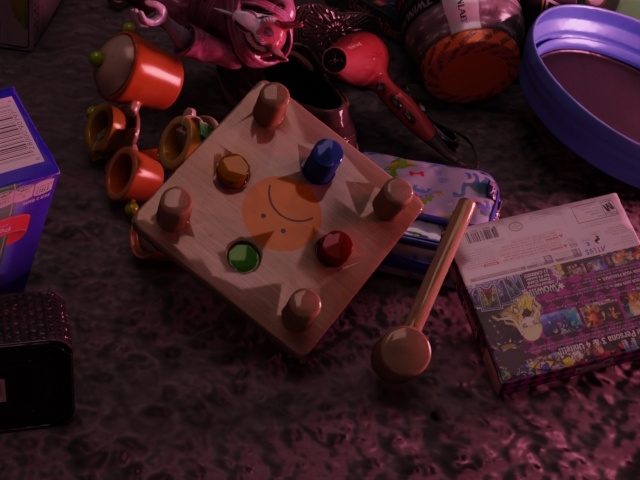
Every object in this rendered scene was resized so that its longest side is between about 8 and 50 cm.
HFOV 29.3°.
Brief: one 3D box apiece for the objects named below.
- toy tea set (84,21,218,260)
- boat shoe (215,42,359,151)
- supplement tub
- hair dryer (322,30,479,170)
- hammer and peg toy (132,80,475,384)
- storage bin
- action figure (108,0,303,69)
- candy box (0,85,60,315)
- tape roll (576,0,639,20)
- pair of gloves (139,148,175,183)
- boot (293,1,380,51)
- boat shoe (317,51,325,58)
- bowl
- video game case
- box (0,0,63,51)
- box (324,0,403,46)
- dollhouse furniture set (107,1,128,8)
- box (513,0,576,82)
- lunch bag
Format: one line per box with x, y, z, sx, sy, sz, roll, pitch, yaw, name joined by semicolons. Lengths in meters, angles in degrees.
-0.240;-0.125;1.560;0.124;0.200;0.336;17;29;-40;toy tea set
-0.044;-0.230;1.795;0.132;0.130;0.355;-16;42;-28;boat shoe
0.214;-0.388;1.944;0.194;0.193;0.316;-1;58;-11;supplement tub
0.107;-0.219;1.741;0.294;0.080;0.223;22;20;-40;hair dryer
0.000;0.000;1.424;0.361;0.127;0.266;37;65;3;hammer and peg toy
-0.351;0.130;1.270;0.180;0.122;0.084;-4;38;-15;storage bin
-0.141;-0.298;1.670;0.248;0.275;0.370;-37;45;-14;action figure
-0.436;0.001;1.261;0.268;0.317;0.122;-20;72;-30;candy box
0.521;-0.514;2.108;0.077;0.321;0.321;3;37;-6;tape roll
-0.220;-0.105;1.699;0.074;0.010;0.083;-16;43;-28;pair of gloves
-0.028;-0.347;1.929;0.190;0.076;0.208;3;18;-36;boot
0.045;-0.300;1.969;0.056;0.049;0.152;-20;42;-27;boat shoe
0.474;-0.207;1.822;0.391;0.077;0.391;16;39;-13;bowl
0.283;0.059;1.453;0.232;0.042;0.210;-13;61;-11;video game case
-0.471;-0.448;1.990;0.087;0.169;0.290;10;35;0;box
0.144;-0.409;2.137;0.159;0.044;0.233;-25;47;-35;box
-0.304;-0.442;2.076;0.091;0.081;0.114;21;39;19;dollhouse furniture set
0.341;-0.496;2.058;0.097;0.318;0.395;1;38;-9;box
0.120;-0.028;1.589;0.219;0.090;0.176;13;42;10;lunch bag
